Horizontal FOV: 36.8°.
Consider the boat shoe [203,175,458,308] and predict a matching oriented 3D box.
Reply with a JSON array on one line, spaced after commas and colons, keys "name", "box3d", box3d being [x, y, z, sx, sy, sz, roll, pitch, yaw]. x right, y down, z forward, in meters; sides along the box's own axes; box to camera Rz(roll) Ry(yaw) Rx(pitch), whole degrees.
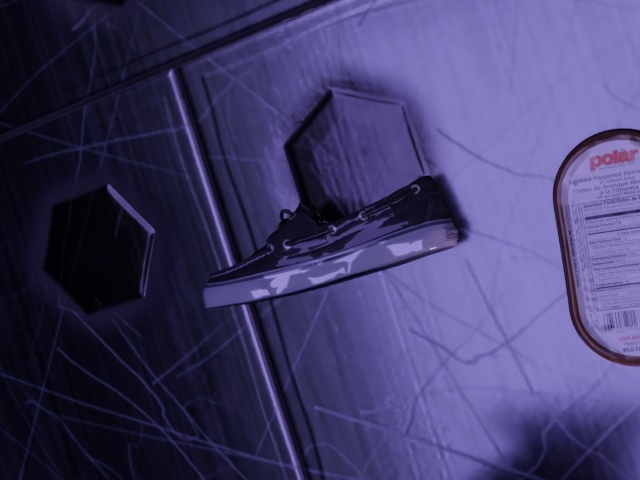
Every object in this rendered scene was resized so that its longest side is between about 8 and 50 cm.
[{"name": "boat shoe", "box3d": [0.000, 0.000, 0.819, 0.229, 0.080, 0.076, -17, 84, 19]}]

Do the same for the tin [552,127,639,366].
[{"name": "tin", "box3d": [0.243, 0.006, 0.757, 0.106, 0.040, 0.189, -9, 92, 15]}]
